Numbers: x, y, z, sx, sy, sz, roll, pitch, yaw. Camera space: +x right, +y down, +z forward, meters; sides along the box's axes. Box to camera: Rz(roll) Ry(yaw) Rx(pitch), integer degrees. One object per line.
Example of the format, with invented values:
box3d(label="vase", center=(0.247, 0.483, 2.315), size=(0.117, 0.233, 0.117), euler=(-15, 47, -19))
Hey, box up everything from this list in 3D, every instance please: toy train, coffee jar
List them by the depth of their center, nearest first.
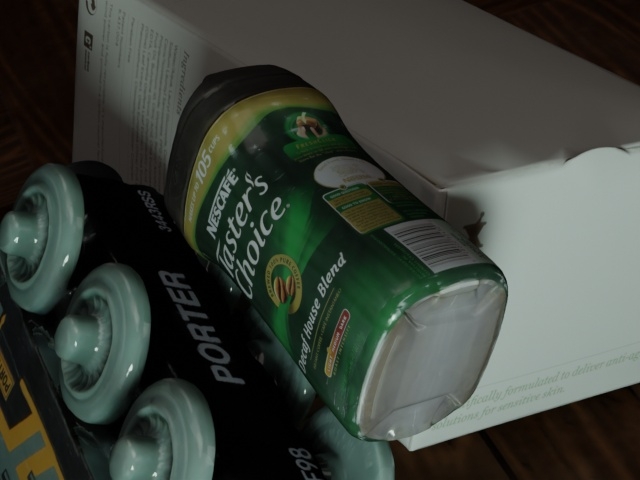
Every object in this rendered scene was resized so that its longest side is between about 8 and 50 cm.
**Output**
box3d(label="coffee jar", center=(0.000, 0.000, 0.808), size=(0.079, 0.096, 0.184), euler=(-12, 42, -33))
box3d(label="toy train", center=(-0.088, 0.101, 0.871), size=(0.142, 0.190, 0.334), euler=(10, 29, -34))

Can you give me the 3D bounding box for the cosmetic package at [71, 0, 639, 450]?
box3d(label="cosmetic package", center=(0.025, -0.050, 1.004), size=(0.197, 0.155, 0.365), euler=(-11, 31, -32))
